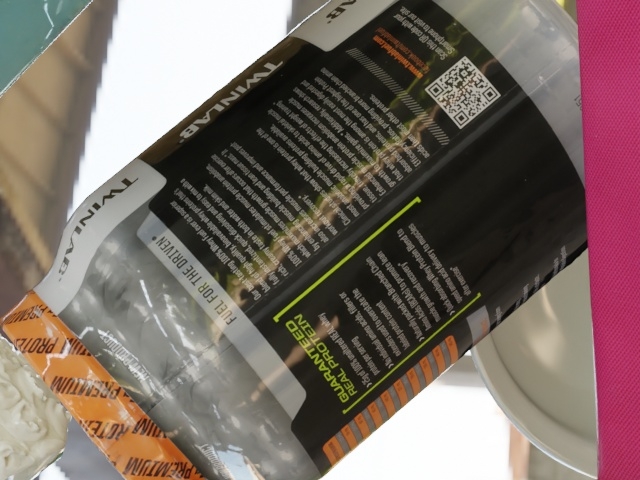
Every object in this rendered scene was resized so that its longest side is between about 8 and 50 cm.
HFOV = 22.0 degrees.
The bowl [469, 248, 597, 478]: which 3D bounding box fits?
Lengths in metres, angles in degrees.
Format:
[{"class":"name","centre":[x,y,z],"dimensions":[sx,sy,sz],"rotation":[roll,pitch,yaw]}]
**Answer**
[{"class":"bowl","centre":[0.237,0.024,1.214],"dimensions":[0.134,0.298,0.298],"rotation":[-143,54,-82]}]

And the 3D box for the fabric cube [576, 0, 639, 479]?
[{"class":"fabric cube","centre":[0.272,-0.023,0.618],"dimensions":[0.254,0.259,0.258],"rotation":[8,105,58]}]

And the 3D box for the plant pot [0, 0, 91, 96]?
[{"class":"plant pot","centre":[-0.151,-0.223,0.724],"dimensions":[0.235,0.293,0.293],"rotation":[43,-153,-12]}]

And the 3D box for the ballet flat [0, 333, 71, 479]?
[{"class":"ballet flat","centre":[-0.380,0.064,1.288],"dimensions":[0.147,0.409,0.147],"rotation":[-44,-29,-31]}]

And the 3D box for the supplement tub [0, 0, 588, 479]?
[{"class":"supplement tub","centre":[0.000,0.000,0.872],"dimensions":[0.316,0.193,0.193],"rotation":[-40,-24,-10]}]
